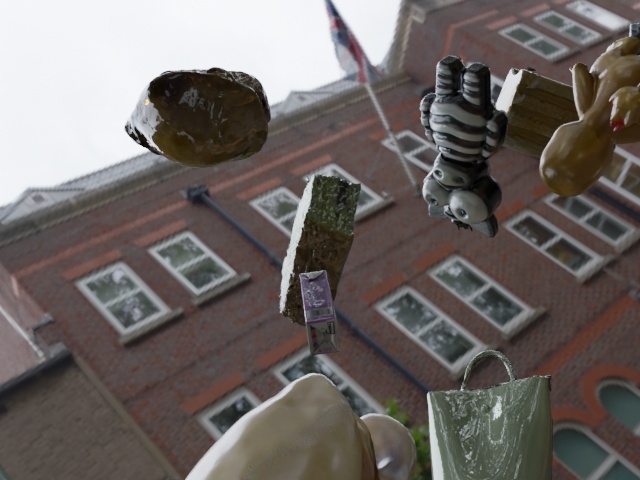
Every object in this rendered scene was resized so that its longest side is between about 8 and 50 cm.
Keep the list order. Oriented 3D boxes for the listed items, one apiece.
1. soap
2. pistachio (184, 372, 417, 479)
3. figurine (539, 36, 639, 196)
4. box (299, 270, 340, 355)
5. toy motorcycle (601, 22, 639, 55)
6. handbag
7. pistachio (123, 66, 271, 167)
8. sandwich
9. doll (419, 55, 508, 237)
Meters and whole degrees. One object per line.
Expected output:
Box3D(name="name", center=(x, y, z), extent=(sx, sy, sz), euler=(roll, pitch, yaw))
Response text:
Box3D(name="soap", center=(0.525, -0.260, 1.733), extent=(0.274, 0.089, 0.174), euler=(17, -77, -12))
Box3D(name="pistachio", center=(-0.037, 0.247, 0.563), extent=(0.299, 0.187, 0.187), euler=(-61, -28, -12))
Box3D(name="figurine", center=(0.286, -0.119, 0.772), extent=(0.176, 0.121, 0.122), euler=(-53, -4, 3))
Box3D(name="box", center=(-0.002, 0.084, 0.929), extent=(0.036, 0.117, 0.051), euler=(-8, -65, -3))
Box3D(name="toy motorcycle", center=(0.513, -0.250, 1.282), extent=(0.270, 0.106, 0.159), euler=(12, -105, -71))
Box3D(name="handbag", center=(0.296, 0.330, 1.393), extent=(0.109, 0.241, 0.316), euler=(41, -137, -46))
Box3D(name="pistachio", center=(-0.159, -0.157, 0.995), extent=(0.165, 0.210, 0.131), euler=(52, -141, -41))
Box3D(name="sandwich", center=(0.000, 0.000, 1.818), extent=(0.262, 0.131, 0.326), euler=(-89, 13, -64))
Box3D(name="doll", center=(0.145, -0.084, 0.803), extent=(0.067, 0.091, 0.219), euler=(-47, -36, -32))
